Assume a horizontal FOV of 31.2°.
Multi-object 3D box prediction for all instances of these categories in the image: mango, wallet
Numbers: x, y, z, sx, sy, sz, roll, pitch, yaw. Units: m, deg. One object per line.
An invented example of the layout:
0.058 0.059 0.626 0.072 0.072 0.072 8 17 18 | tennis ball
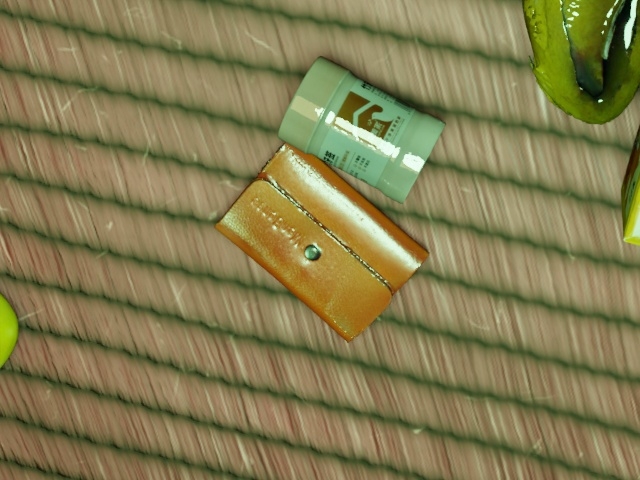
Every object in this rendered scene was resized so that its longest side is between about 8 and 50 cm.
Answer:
0.263 -0.232 1.084 0.156 0.151 0.248 -17 116 -25 | mango
0.000 0.000 1.261 0.204 0.045 0.142 41 111 -2 | wallet

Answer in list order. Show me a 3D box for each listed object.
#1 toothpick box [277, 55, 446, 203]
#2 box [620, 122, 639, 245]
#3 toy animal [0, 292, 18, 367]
0.043 -0.114 1.189 0.149 0.098 0.098 28 110 2 | toothpick box
0.435 -0.123 1.040 0.260 0.214 0.283 15 108 11 | box
-0.502 0.087 1.291 0.278 0.247 0.345 18 110 4 | toy animal
